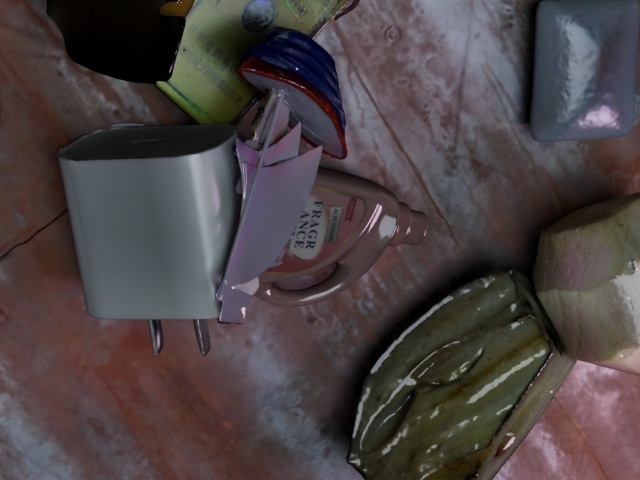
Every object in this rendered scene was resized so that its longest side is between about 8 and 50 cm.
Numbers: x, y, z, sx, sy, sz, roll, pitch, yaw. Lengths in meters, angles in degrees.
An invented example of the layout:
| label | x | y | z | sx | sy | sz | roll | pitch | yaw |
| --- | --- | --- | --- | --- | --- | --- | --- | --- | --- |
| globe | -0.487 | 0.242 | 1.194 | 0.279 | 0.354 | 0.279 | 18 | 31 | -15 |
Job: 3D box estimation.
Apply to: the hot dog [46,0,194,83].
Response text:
| label | x | y | z | sx | sy | sz | roll | pitch | yaw |
| --- | --- | --- | --- | --- | --- | --- | --- | --- | --- |
| hot dog | -0.187 | -0.330 | 1.549 | 0.194 | 0.107 | 0.326 | 13 | 95 | 9 |

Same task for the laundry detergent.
| label | x | y | z | sx | sy | sz | roll | pitch | yaw |
| --- | --- | --- | --- | --- | --- | --- | --- | --- | --- |
| laundry detergent | 0.000 | 0.000 | 1.747 | 0.237 | 0.076 | 0.171 | 13 | 105 | -24 |

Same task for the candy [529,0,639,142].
| label | x | y | z | sx | sy | sz | roll | pitch | yaw |
| --- | --- | --- | --- | --- | --- | --- | --- | --- | --- |
| candy | 0.320 | -0.206 | 1.794 | 0.138 | 0.071 | 0.174 | -5 | 107 | -17 |

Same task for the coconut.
| label | x | y | z | sx | sy | sz | roll | pitch | yaw |
| --- | --- | --- | --- | --- | --- | --- | --- | --- | --- |
| coconut | 0.383 | 0.059 | 1.824 | 0.237 | 0.197 | 0.237 | 1 | 88 | -21 |

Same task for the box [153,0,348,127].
| label | x | y | z | sx | sy | sz | roll | pitch | yaw |
| --- | --- | --- | --- | --- | --- | --- | --- | --- | --- |
| box | -0.092 | -0.236 | 1.649 | 0.141 | 0.064 | 0.220 | 42 | 88 | -24 |

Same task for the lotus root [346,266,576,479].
| label | x | y | z | sx | sy | sz | roll | pitch | yaw |
| --- | --- | --- | --- | --- | --- | --- | --- | --- | --- |
| lotus root | 0.176 | 0.192 | 1.840 | 0.314 | 0.142 | 0.210 | -43 | 77 | 2 |

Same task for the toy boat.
| label | x | y | z | sx | sy | sz | roll | pitch | yaw |
| --- | --- | --- | --- | --- | --- | --- | --- | --- | --- |
| toy boat | -0.036 | -0.070 | 1.607 | 0.219 | 0.072 | 0.318 | -7 | 102 | -59 |

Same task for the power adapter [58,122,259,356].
| label | x | y | z | sx | sy | sz | roll | pitch | yaw |
| --- | --- | --- | --- | --- | --- | --- | --- | --- | --- |
| power adapter | -0.171 | 0.008 | 1.631 | 0.187 | 0.124 | 0.255 | 0 | 109 | 19 |
